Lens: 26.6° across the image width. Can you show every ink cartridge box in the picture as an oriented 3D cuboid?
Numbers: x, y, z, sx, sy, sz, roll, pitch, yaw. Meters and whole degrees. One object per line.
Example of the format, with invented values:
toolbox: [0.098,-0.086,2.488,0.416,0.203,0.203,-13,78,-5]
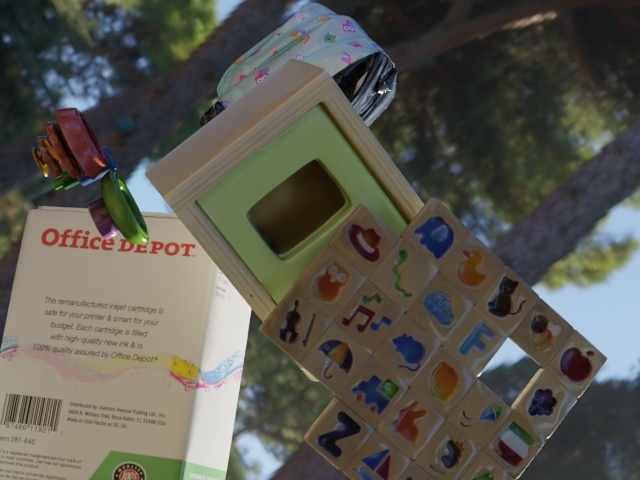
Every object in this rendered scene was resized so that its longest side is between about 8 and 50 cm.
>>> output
ink cartridge box: [-0.183,0.120,1.245,0.201,0.278,0.117,4,-13,19]

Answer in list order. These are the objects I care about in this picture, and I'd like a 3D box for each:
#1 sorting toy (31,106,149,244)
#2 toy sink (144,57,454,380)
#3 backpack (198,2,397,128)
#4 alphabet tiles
sorting toy: [-0.148,-0.036,0.847,0.102,0.042,0.061,63,1,-23]
toy sink: [0.000,0.000,1.046,0.234,0.153,0.131,54,-4,-18]
backpack: [-0.019,-0.129,1.248,0.115,0.182,0.152,46,-7,18]
alphabet tiles: [0.077,0.093,1.003,0.237,0.198,0.009,42,-8,-17]
